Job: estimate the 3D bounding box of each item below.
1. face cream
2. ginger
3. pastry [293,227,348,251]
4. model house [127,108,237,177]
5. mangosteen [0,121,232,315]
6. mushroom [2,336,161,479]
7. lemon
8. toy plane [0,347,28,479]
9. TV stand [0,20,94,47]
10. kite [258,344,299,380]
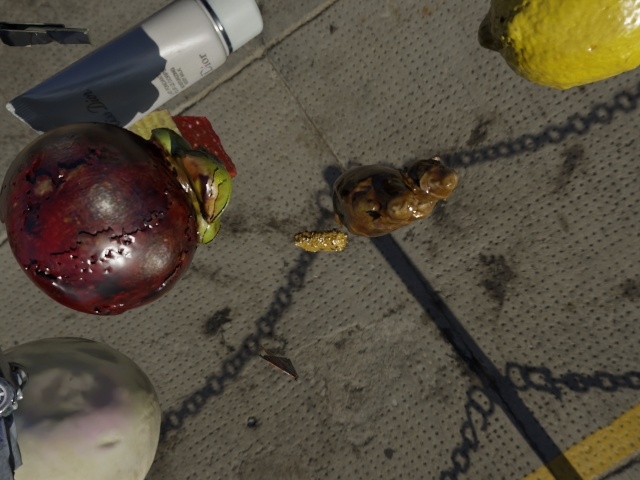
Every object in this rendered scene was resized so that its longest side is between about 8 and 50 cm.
[{"bbox_3d":[-0.220,-0.223,0.588,0.314,0.143,0.089,-35,77,-6],"label":"face cream"},{"bbox_3d":[0.163,-0.094,1.021,0.274,0.357,0.153,-4,95,21],"label":"ginger"},{"bbox_3d":[0.000,0.000,1.261,0.140,0.080,0.056,-7,65,15],"label":"pastry"},{"bbox_3d":[-0.359,-0.193,1.102,0.160,0.254,0.196,-35,80,27],"label":"model house"},{"bbox_3d":[-0.163,-0.027,0.395,0.180,0.166,0.166,-25,83,-14],"label":"mangosteen"},{"bbox_3d":[-0.420,0.315,0.686,0.315,0.315,0.356,19,63,9],"label":"mushroom"},{"bbox_3d":[0.401,-0.363,0.701,0.319,0.245,0.245,-11,85,32],"label":"lemon"},{"bbox_3d":[-0.307,0.082,0.372,0.088,0.212,0.268,-18,93,-27],"label":"toy plane"},{"bbox_3d":[-0.578,-0.411,0.921,0.249,0.036,0.042,3,48,3],"label":"TV stand"},{"bbox_3d":[-0.136,0.415,1.559,0.183,0.241,0.014,36,91,23],"label":"kite"}]
